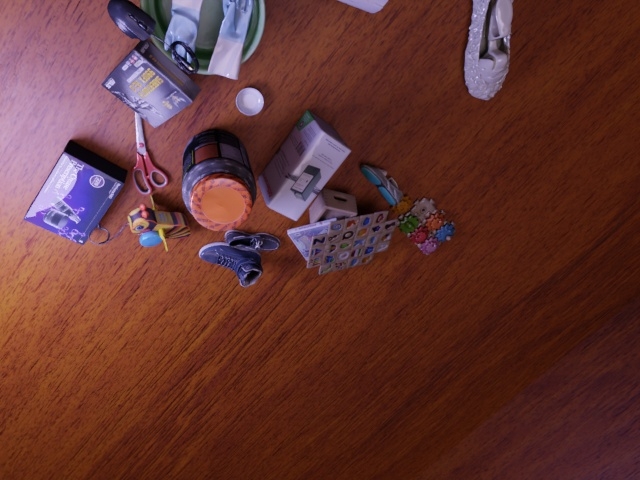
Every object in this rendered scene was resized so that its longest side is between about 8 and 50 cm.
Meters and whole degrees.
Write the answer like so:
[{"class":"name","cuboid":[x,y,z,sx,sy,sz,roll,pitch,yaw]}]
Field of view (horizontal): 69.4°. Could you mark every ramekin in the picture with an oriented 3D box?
[{"class":"ramekin","cuboid":[-0.303,-0.604,1.204,0.304,0.148,0.303,-7,123,-11]}]

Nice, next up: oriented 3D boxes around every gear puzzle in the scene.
[{"class":"gear puzzle","cuboid":[0.398,-0.073,1.809,0.175,0.044,0.339,-43,123,13]}]

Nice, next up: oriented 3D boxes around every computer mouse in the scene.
[{"class":"computer mouse","cuboid":[-0.398,-0.491,1.112,0.242,0.041,0.071,33,92,-19]}]

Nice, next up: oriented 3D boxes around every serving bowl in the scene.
[{"class":"serving bowl","cuboid":[-0.217,-0.428,1.415,0.084,0.027,0.083,-8,124,-12]}]

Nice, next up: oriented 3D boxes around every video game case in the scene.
[{"class":"video game case","cuboid":[0.000,0.000,1.690,0.184,0.023,0.201,-14,145,13]}]

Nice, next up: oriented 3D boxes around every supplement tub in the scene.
[{"class":"supplement tub","cuboid":[-0.301,-0.180,1.362,0.207,0.338,0.207,-7,124,-11]}]

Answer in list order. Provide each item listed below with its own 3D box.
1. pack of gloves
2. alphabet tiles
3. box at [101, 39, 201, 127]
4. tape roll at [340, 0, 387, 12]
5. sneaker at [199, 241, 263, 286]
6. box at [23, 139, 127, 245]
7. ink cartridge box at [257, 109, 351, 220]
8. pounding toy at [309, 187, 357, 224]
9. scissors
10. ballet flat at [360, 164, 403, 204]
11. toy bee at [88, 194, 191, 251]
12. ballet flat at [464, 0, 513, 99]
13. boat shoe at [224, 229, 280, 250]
[{"class":"pack of gloves","cuboid":[-0.275,-0.532,1.139,0.195,0.046,0.232,7,119,-21]},{"class":"alphabet tiles","cuboid":[0.117,0.011,1.705,0.343,0.011,0.285,-12,140,-20]},{"class":"box","cuboid":[-0.462,-0.417,1.253,0.231,0.056,0.183,-10,139,45]},{"class":"tape roll","cuboid":[0.103,-0.734,1.179,0.169,0.246,0.246,9,119,-22]},{"class":"sneaker","cuboid":[-0.314,0.085,1.638,0.227,0.163,0.086,7,121,-18]},{"class":"box","cuboid":[-0.742,-0.140,1.409,0.184,0.103,0.261,29,110,-32]},{"class":"ink cartridge box","cuboid":[-0.061,-0.240,1.472,0.122,0.211,0.289,28,112,-31]},{"class":"pounding toy","cuboid":[0.051,-0.083,1.681,0.181,0.094,0.206,11,143,-22]},{"class":"scissors","cuboid":[-0.558,-0.275,1.420,0.109,0.021,0.297,-14,126,-5]},{"class":"ballet flat","cuboid":[0.224,-0.215,1.664,0.213,0.072,0.068,44,74,-29]},{"class":"toy bee","cuboid":[-0.531,-0.047,1.447,0.195,0.298,0.162,52,132,5]},{"class":"ballet flat","cuboid":[0.534,-0.623,1.443,0.147,0.147,0.408,-16,125,-6]},{"class":"boat shoe","cuboid":[-0.242,0.012,1.669,0.206,0.065,0.075,11,118,-22]}]
